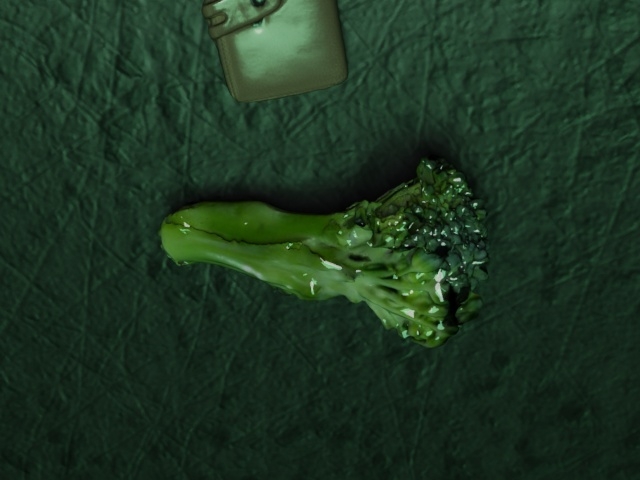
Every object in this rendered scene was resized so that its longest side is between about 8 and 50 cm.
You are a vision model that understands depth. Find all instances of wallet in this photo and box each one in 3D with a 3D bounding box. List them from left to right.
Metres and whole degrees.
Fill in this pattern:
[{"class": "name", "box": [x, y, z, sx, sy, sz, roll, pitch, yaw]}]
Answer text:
[{"class": "wallet", "box": [-0.042, -0.198, 1.339, 0.118, 0.039, 0.153, -11, 117, 4]}]

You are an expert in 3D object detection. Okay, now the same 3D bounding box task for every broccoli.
[{"class": "broccoli", "box": [0.001, 0.000, 1.399, 0.304, 0.145, 0.165, 2, 127, 11]}]
